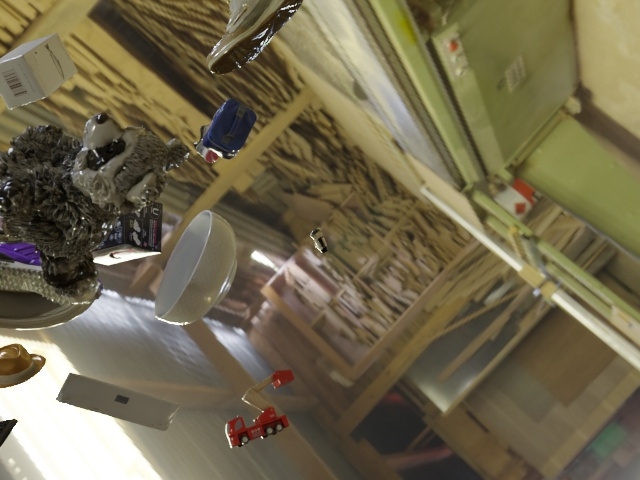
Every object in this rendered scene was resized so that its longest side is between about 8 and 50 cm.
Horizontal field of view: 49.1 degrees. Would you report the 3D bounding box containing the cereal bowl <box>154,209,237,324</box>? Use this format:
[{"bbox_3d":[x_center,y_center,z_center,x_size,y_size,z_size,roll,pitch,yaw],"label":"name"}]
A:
[{"bbox_3d":[-0.337,0.092,2.006,0.141,0.339,0.339,26,-171,-22],"label":"cereal bowl"}]

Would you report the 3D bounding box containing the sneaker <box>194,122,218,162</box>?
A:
[{"bbox_3d":[-0.267,-0.285,1.798,0.075,0.170,0.063,28,175,26],"label":"sneaker"}]

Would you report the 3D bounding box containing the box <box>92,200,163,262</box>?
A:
[{"bbox_3d":[-0.601,-0.028,2.080,0.142,0.247,0.163,18,-114,-51],"label":"box"}]

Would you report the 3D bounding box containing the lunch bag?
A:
[{"bbox_3d":[-0.159,-0.192,1.220,0.067,0.098,0.065,28,157,-15],"label":"lunch bag"}]

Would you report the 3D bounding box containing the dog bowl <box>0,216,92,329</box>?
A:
[{"bbox_3d":[-0.807,0.065,1.889,0.408,0.408,0.150,39,-152,-43],"label":"dog bowl"}]

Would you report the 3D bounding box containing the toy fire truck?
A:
[{"bbox_3d":[-0.138,0.387,1.623,0.047,0.192,0.135,-48,59,57],"label":"toy fire truck"}]

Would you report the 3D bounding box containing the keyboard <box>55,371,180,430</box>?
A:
[{"bbox_3d":[-0.430,0.348,1.504,0.256,0.072,0.014,25,-174,-28],"label":"keyboard"}]

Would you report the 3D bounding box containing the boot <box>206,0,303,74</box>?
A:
[{"bbox_3d":[-0.156,-0.419,1.260,0.165,0.213,0.077,49,-171,13],"label":"boot"}]

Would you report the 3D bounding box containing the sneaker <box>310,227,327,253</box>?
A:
[{"bbox_3d":[0.000,0.000,2.153,0.044,0.040,0.109,51,173,33],"label":"sneaker"}]

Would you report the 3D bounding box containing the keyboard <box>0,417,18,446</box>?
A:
[{"bbox_3d":[-0.497,0.295,0.964,0.192,0.100,0.038,-111,2,-77],"label":"keyboard"}]

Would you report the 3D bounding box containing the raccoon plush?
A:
[{"bbox_3d":[-0.371,-0.050,1.281,0.299,0.216,0.446,5,148,8],"label":"raccoon plush"}]

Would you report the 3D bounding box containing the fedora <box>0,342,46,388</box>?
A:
[{"bbox_3d":[-0.898,0.353,2.034,0.194,0.194,0.079,-132,30,-63],"label":"fedora"}]

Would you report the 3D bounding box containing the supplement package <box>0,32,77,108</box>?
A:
[{"bbox_3d":[-0.662,-0.394,1.619,0.179,0.105,0.105,-79,-29,-57],"label":"supplement package"}]

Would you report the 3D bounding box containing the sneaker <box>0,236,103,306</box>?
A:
[{"bbox_3d":[-0.631,0.051,1.614,0.293,0.102,0.146,13,-137,1],"label":"sneaker"}]
